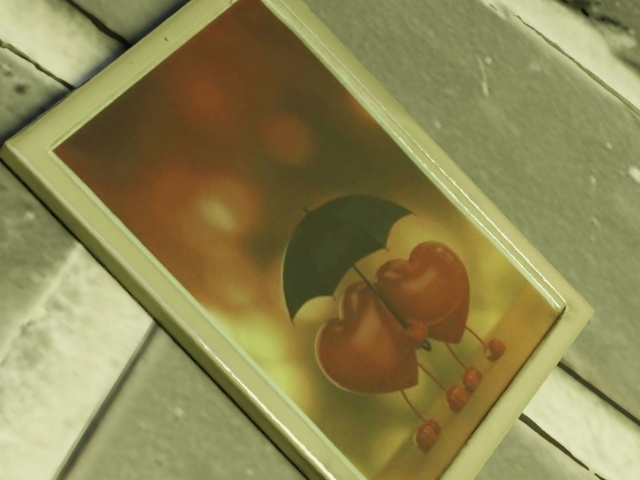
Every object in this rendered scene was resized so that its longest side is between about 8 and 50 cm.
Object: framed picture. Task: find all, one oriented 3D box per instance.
[{"bbox_3d":[0.000,0.000,0.790,0.289,0.020,0.211,46,52,-3],"label":"framed picture"}]
